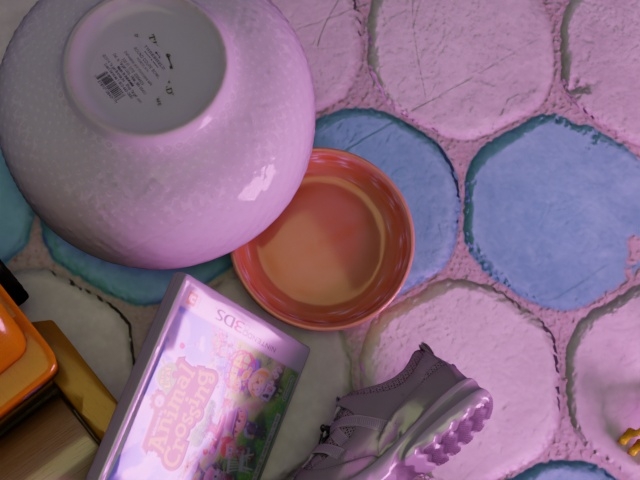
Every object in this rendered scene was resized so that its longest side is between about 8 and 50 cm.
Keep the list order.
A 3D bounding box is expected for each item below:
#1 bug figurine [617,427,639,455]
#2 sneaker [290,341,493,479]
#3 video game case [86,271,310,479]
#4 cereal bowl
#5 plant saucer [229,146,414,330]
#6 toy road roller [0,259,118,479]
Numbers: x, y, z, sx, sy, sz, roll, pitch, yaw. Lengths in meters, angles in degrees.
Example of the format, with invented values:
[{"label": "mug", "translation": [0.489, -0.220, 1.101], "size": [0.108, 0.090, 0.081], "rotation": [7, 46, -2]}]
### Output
[{"label": "bug figurine", "translation": [0.454, 0.196, 1.247], "size": [0.216, 0.072, 0.279], "rotation": [39, 75, 2]}, {"label": "sneaker", "translation": [0.037, 0.216, 1.184], "size": [0.281, 0.105, 0.115], "rotation": [-33, 57, -13]}, {"label": "video game case", "translation": [-0.111, 0.166, 1.134], "size": [0.193, 0.023, 0.212], "rotation": [35, 70, -41]}, {"label": "cereal bowl", "translation": [-0.168, -0.150, 1.177], "size": [0.338, 0.141, 0.339], "rotation": [1, 73, -3]}, {"label": "plant saucer", "translation": [0.000, 0.000, 1.241], "size": [0.199, 0.037, 0.200], "rotation": [2, 76, -8]}, {"label": "toy road roller", "translation": [-0.325, 0.134, 1.056], "size": [0.202, 0.240, 0.329], "rotation": [-38, 85, -14]}]
